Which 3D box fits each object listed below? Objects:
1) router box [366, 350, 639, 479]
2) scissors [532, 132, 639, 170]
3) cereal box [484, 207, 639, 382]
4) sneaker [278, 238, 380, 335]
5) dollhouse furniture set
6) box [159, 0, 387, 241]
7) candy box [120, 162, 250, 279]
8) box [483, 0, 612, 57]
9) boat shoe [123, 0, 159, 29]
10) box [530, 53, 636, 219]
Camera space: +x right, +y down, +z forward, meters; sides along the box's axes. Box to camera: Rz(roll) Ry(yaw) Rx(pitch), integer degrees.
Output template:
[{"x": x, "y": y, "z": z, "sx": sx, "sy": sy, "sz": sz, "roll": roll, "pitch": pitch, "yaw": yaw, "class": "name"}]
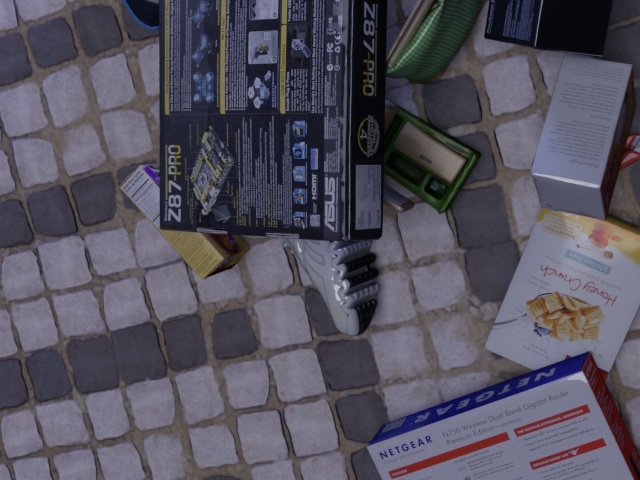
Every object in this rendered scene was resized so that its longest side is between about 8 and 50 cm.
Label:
[{"x": 0.279, "y": 0.351, "z": 1.777, "sx": 0.335, "sy": 0.082, "sz": 0.301, "roll": -23, "pitch": 96, "yaw": 23, "class": "router box"}, {"x": 0.427, "y": -0.137, "z": 1.714, "sx": 0.297, "sy": 0.021, "sz": 0.109, "roll": -30, "pitch": 88, "yaw": 21, "class": "scissors"}, {"x": 0.346, "y": 0.074, "z": 1.749, "sx": 0.173, "sy": 0.047, "sz": 0.240, "roll": 24, "pitch": 109, "yaw": 14, "class": "cereal box"}, {"x": 0.000, "y": 0.000, "z": 1.842, "sx": 0.118, "sy": 0.110, "sz": 0.292, "roll": -20, "pitch": 83, "yaw": 28, "class": "sneaker"}, {"x": 0.160, "y": -0.193, "z": 1.702, "sx": 0.151, "sy": 0.197, "sz": 0.301, "roll": 34, "pitch": 107, "yaw": 13, "class": "dollhouse furniture set"}, {"x": -0.068, "y": -0.200, "z": 1.666, "sx": 0.318, "sy": 0.097, "sz": 0.395, "roll": 2, "pitch": 95, "yaw": 33, "class": "box"}, {"x": -0.198, "y": -0.033, "z": 1.893, "sx": 0.053, "sy": 0.109, "sz": 0.187, "roll": -44, "pitch": 83, "yaw": 19, "class": "candy box"}, {"x": 0.301, "y": -0.374, "z": 1.627, "sx": 0.103, "sy": 0.184, "sz": 0.261, "roll": 5, "pitch": 102, "yaw": -16, "class": "box"}, {"x": -0.278, "y": -0.436, "z": 1.872, "sx": 0.089, "sy": 0.109, "sz": 0.258, "roll": -30, "pitch": 103, "yaw": 34, "class": "boat shoe"}, {"x": 0.341, "y": -0.132, "z": 1.654, "sx": 0.091, "sy": 0.130, "sz": 0.170, "roll": 13, "pitch": 77, "yaw": 19, "class": "box"}]
